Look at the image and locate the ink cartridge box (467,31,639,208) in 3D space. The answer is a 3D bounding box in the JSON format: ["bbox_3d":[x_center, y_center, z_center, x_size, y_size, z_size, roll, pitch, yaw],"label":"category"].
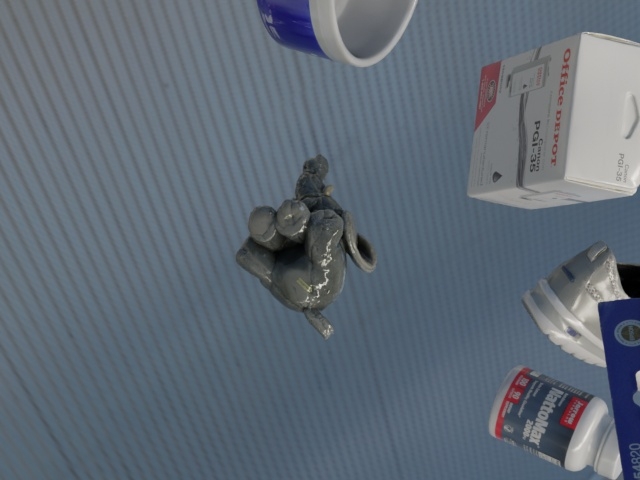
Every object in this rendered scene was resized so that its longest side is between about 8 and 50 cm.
[{"bbox_3d":[0.328,-0.161,1.809,0.117,0.283,0.207,10,84,-20],"label":"ink cartridge box"}]

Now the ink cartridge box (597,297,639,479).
[{"bbox_3d":[0.353,0.115,1.068,0.224,0.223,0.045,-4,138,6],"label":"ink cartridge box"}]

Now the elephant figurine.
[{"bbox_3d":[0.000,0.000,1.820,0.239,0.169,0.186,-26,136,-68],"label":"elephant figurine"}]

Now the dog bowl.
[{"bbox_3d":[0.031,-0.345,1.531,0.265,0.104,0.265,-44,142,-48],"label":"dog bowl"}]

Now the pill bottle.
[{"bbox_3d":[0.329,0.250,1.755,0.108,0.180,0.108,-46,148,-41],"label":"pill bottle"}]

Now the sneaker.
[{"bbox_3d":[0.336,0.085,1.306,0.281,0.105,0.115,22,119,-38],"label":"sneaker"}]
